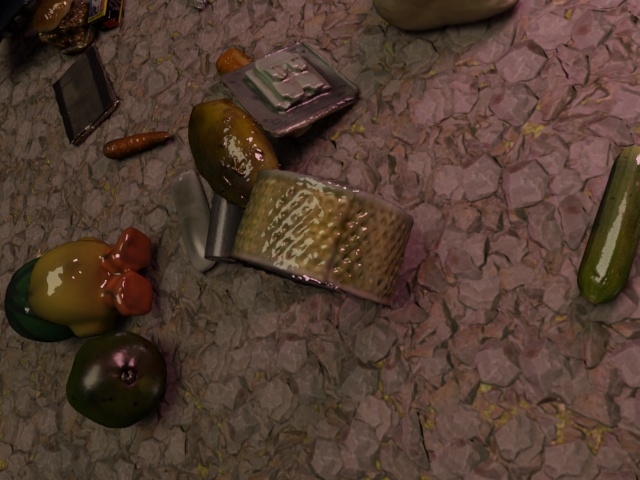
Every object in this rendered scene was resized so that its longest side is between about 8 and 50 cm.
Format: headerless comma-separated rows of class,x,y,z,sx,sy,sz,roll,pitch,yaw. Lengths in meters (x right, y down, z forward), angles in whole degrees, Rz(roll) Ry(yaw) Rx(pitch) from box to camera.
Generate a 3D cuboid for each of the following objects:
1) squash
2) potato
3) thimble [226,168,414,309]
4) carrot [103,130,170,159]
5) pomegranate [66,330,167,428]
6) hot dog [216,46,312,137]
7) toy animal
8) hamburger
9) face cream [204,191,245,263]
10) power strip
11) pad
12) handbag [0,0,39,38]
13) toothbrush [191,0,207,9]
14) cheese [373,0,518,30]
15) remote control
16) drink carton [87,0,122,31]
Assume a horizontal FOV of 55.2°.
squash,0.411,-0.021,0.847,0.066,0.066,0.228,15,84,32
potato,-0.163,-0.159,1.097,0.251,0.113,0.149,51,128,17
thimble,0.000,0.000,0.962,0.271,0.271,0.150,14,83,32
carrot,-0.411,-0.218,1.383,0.191,0.047,0.047,-7,74,24
pomegranate,-0.401,0.269,1.185,0.225,0.187,0.187,-21,65,50
hot dog,-0.115,-0.292,1.218,0.083,0.068,0.289,-35,56,-13
toy animal,-0.519,0.099,1.272,0.338,0.191,0.216,-18,69,25
hamburger,-0.666,-0.569,1.567,0.185,0.131,0.159,-1,74,34
face cream,-0.171,-0.096,1.193,0.073,0.073,0.283,0,77,30
power strip,-0.062,-0.300,1.138,0.198,0.064,0.213,-31,57,-19
pad,-0.595,-0.368,1.538,0.174,0.022,0.233,-36,61,17
handbag,-0.821,-0.631,1.638,0.326,0.118,0.269,-28,37,35
toothbrush,-0.363,-0.604,1.467,0.288,0.024,0.026,35,110,31
cheese,0.174,-0.472,1.018,0.248,0.251,0.173,-2,75,45
remote control,-0.263,-0.041,1.249,0.073,0.044,0.229,-32,64,23
drink carton,-0.538,-0.619,1.552,0.071,0.056,0.165,-8,73,36
